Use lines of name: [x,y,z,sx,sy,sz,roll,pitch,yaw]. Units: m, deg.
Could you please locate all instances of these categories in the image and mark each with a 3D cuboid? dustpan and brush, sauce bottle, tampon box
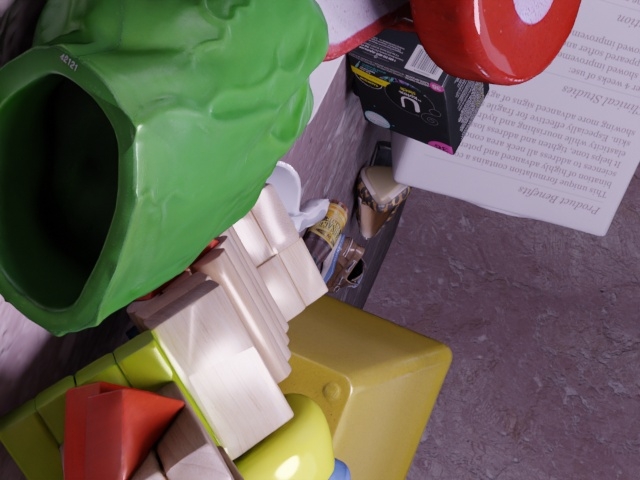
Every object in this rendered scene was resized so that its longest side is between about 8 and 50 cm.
dustpan and brush: [-0.041,-0.011,0.828,0.211,0.060,0.147,-53,163,-68]
sauce bottle: [0.000,0.000,1.302,0.042,0.042,0.128,104,7,-47]
tampon box: [0.112,-0.190,1.128,0.101,0.120,0.161,-60,159,-15]

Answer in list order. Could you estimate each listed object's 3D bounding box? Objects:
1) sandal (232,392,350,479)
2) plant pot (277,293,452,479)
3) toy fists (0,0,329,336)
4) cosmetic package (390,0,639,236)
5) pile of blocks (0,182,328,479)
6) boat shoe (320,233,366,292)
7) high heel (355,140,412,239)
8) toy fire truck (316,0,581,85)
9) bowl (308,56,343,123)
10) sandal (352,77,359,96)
sandal: [-0.084,0.235,0.566,0.317,0.138,0.126,-41,-174,12]
plant pot: [-0.027,0.160,0.933,0.212,0.212,0.187,-69,161,3]
toy fists: [-0.045,-0.103,0.352,0.142,0.096,0.279,-33,147,-53]
cosmetic package: [0.310,-0.277,1.486,0.327,0.329,0.393,-87,-166,-61]
pile of blocks: [-0.092,0.057,0.547,0.112,0.149,0.362,63,14,-18]
boat shoe: [0.038,0.050,1.674,0.183,0.066,0.066,95,17,-68]
high heel: [0.099,-0.044,1.736,0.261,0.093,0.186,-77,178,-65]
toy fire truck: [0.062,-0.229,0.498,0.302,0.169,0.254,-35,126,-34]
bowl: [-0.005,-0.163,0.676,0.142,0.053,0.142,96,15,-66]
sandal: [0.102,-0.287,1.250,0.254,0.054,0.097,-56,162,-21]
